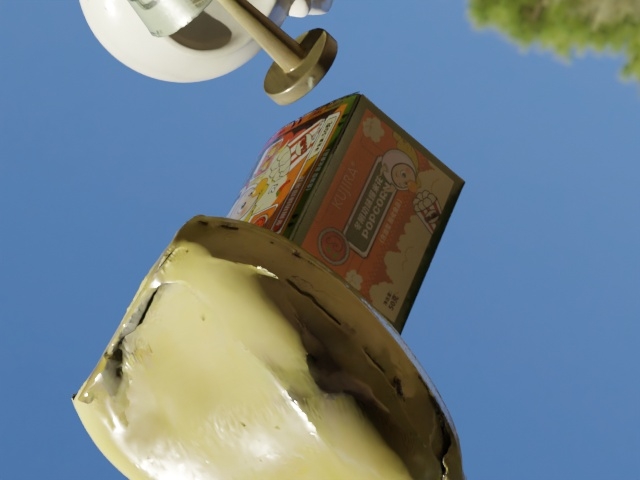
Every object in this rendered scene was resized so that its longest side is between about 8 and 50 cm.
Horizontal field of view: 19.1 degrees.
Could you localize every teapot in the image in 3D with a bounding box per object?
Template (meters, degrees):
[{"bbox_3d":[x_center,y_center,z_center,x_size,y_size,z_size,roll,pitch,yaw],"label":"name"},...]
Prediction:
[{"bbox_3d":[-0.112,-0.248,1.765,0.299,0.208,0.166,9,-175,-42],"label":"teapot"}]

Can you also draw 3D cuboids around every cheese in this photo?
[{"bbox_3d":[-0.027,0.139,1.504,0.316,0.259,0.128,36,-144,9],"label":"cheese"}]

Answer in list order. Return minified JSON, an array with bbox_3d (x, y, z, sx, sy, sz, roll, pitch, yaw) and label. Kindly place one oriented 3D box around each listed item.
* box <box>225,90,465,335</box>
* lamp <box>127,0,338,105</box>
[{"bbox_3d":[0.000,0.000,1.735,0.148,0.177,0.195,39,-126,-18],"label":"box"},{"bbox_3d":[-0.083,-0.198,1.511,0.214,0.121,0.121,42,-147,-27],"label":"lamp"}]
